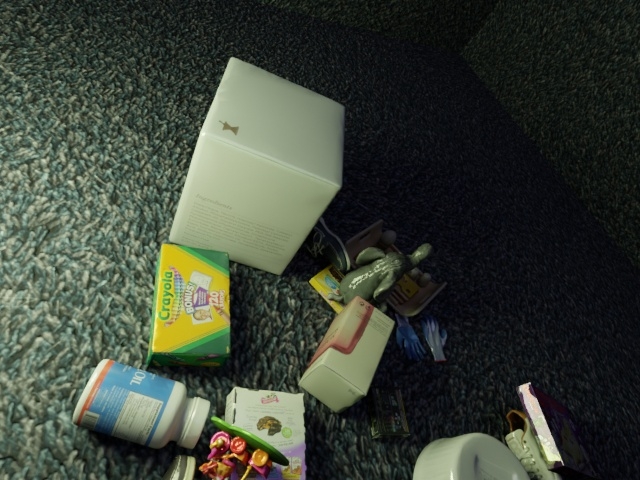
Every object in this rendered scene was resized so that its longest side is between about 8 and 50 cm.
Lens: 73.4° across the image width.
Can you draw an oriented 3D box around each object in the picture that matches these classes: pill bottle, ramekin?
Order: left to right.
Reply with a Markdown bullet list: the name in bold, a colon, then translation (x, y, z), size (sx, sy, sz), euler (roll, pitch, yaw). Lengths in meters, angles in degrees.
- **pill bottle**: translation (-0.333, 0.319, 0.820), size (0.221, 0.124, 0.124), euler (24, 46, -14)
- **ramekin**: translation (0.370, 0.597, 1.007), size (0.277, 0.135, 0.277), euler (17, 48, -19)

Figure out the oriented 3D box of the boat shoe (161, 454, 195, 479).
- **boat shoe**: translation (-0.308, 0.492, 0.712), size (0.092, 0.103, 0.285), euler (33, 50, -10)

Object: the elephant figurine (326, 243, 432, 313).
- **elephant figurine**: translation (0.166, 0.089, 1.186), size (0.169, 0.239, 0.186), euler (35, 40, -4)

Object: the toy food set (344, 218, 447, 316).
- **toy food set**: translation (0.244, 0.078, 1.373), size (0.306, 0.092, 0.219), euler (45, 44, 14)

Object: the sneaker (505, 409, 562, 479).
- **sneaker**: translation (0.554, 0.594, 1.151), size (0.123, 0.106, 0.290), euler (27, 34, -6)

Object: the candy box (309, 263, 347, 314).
- **candy box**: translation (0.070, 0.167, 1.253), size (0.206, 0.027, 0.105), euler (46, 46, 10)

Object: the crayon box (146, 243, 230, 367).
- **crayon box**: translation (-0.303, 0.150, 1.005), size (0.165, 0.081, 0.279), euler (9, 51, -25)

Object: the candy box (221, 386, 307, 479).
- **candy box**: translation (-0.118, 0.422, 0.902), size (0.164, 0.070, 0.196), euler (14, 50, -21)

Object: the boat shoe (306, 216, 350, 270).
- **boat shoe**: translation (0.000, 0.000, 1.294), size (0.079, 0.095, 0.255), euler (-19, 58, -26)

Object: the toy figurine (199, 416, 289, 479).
- **toy figurine**: translation (-0.168, 0.426, 0.760), size (0.173, 0.130, 0.159), euler (21, 54, 19)

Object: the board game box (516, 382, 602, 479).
- **board game box**: translation (0.666, 0.541, 1.191), size (0.346, 0.056, 0.208), euler (33, 32, -38)

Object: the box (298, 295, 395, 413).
- **box**: translation (0.069, 0.281, 1.074), size (0.126, 0.149, 0.232), euler (36, 44, 0)

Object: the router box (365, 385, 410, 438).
- **router box**: translation (0.168, 0.433, 1.087), size (0.092, 0.038, 0.123), euler (11, 50, -23)

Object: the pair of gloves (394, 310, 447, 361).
- **pair of gloves**: translation (0.309, 0.292, 1.299), size (0.198, 0.023, 0.160), euler (9, 51, -24)

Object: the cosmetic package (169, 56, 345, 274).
- **cosmetic package**: translation (-0.166, -0.176, 1.132), size (0.327, 0.394, 0.330), euler (19, 48, -16)
